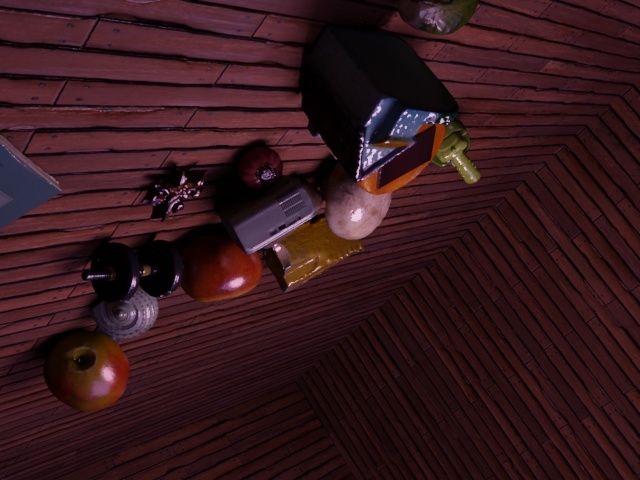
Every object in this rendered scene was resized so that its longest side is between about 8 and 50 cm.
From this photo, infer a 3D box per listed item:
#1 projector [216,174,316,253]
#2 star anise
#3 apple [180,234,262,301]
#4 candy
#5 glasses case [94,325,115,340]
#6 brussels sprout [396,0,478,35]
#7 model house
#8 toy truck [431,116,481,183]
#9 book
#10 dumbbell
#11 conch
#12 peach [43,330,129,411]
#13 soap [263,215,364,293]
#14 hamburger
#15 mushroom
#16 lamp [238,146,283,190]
[{"bbox_3d":[-0.137,-0.073,1.906,0.198,0.108,0.250,-30,-167,-8],"label":"projector"},{"bbox_3d":[-0.321,-0.112,1.721,0.168,0.057,0.168,-37,159,-17],"label":"star anise"},{"bbox_3d":[-0.267,0.066,2.073,0.211,0.173,0.235,-10,-176,16],"label":"apple"},{"bbox_3d":[-0.105,-0.074,2.121,0.234,0.102,0.104,-41,162,19],"label":"candy"},{"bbox_3d":[-0.636,0.314,2.286,0.105,0.056,0.266,-14,154,-46],"label":"glasses case"},{"bbox_3d":[0.239,-0.488,1.579,0.183,0.131,0.145,-36,158,-8],"label":"brussels sprout"},{"bbox_3d":[0.096,-0.263,1.620,0.230,0.280,0.248,-4,140,-37],"label":"model house"},{"bbox_3d":[0.383,-0.278,2.307,0.148,0.210,0.187,-36,144,8],"label":"toy truck"},{"bbox_3d":[-0.664,-0.038,1.344,0.379,0.031,0.264,-32,163,-5],"label":"book"},{"bbox_3d":[-0.437,0.072,1.851,0.143,0.143,0.325,-43,160,26],"label":"dumbbell"},{"bbox_3d":[-0.509,0.200,2.082,0.172,0.131,0.200,-37,162,6],"label":"conch"},{"bbox_3d":[-0.643,0.360,2.135,0.231,0.231,0.231,-30,162,-11],"label":"peach"},{"bbox_3d":[0.000,0.000,2.399,0.339,0.169,0.304,-30,172,-13],"label":"soap"},{"bbox_3d":[0.142,-0.264,1.851,0.291,0.225,0.291,-31,155,-16],"label":"hamburger"},{"bbox_3d":[0.085,-0.145,2.146,0.253,0.195,0.189,-62,159,-20],"label":"mushroom"},{"bbox_3d":[-0.140,-0.168,1.821,0.108,0.092,0.107,-10,117,-21],"label":"lamp"}]
